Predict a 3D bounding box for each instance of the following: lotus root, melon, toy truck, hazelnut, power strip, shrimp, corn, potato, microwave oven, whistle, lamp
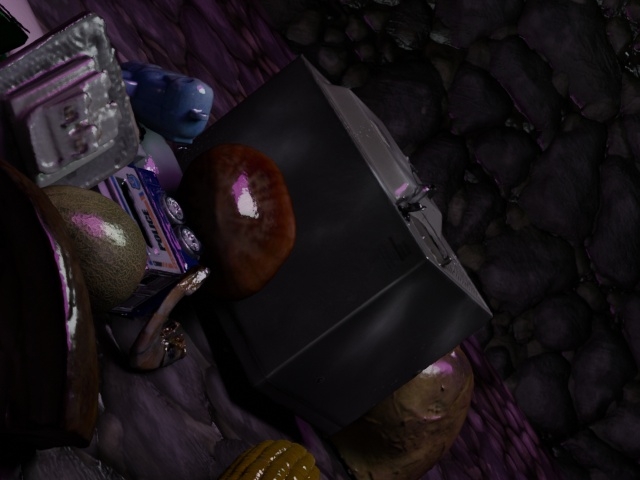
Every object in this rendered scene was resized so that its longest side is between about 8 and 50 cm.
[{"bbox_3d":[-0.295,0.060,1.510,0.142,0.210,0.314,8,63,-58],"label":"lotus root"},{"bbox_3d":[-0.272,0.013,1.743,0.192,0.139,0.139,37,24,-44],"label":"melon"},{"bbox_3d":[-0.268,-0.047,1.933,0.268,0.124,0.155,63,19,17],"label":"toy truck"},{"bbox_3d":[-0.125,-0.024,2.059,0.181,0.181,0.212,-1,87,-44],"label":"hazelnut"},{"bbox_3d":[-0.291,-0.135,1.775,0.064,0.213,0.198,17,-46,43],"label":"power strip"},{"bbox_3d":[-0.175,0.096,1.912,0.035,0.148,0.195,28,4,13],"label":"shrimp"},{"bbox_3d":[-0.071,0.313,1.797,0.131,0.131,0.344,57,11,-2],"label":"corn"},{"bbox_3d":[0.133,0.243,2.432,0.301,0.237,0.289,57,13,-1],"label":"potato"},{"bbox_3d":[0.000,0.000,2.261,0.236,0.374,0.432,37,19,-52],"label":"microwave oven"},{"bbox_3d":[-0.223,-0.197,2.067,0.180,0.093,0.269,6,17,-38],"label":"whistle"},{"bbox_3d":[-0.260,-0.110,2.137,0.246,0.108,0.179,61,10,16],"label":"lamp"}]

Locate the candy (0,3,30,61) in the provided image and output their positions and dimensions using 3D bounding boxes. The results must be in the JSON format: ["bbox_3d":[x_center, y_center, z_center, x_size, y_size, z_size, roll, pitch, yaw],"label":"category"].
[{"bbox_3d":[-0.415,-0.239,1.805,0.141,0.203,0.078,38,55,-4],"label":"candy"}]

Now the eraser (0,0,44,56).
[{"bbox_3d":[-0.415,-0.277,1.994,0.270,0.095,0.174,61,9,18],"label":"eraser"}]
